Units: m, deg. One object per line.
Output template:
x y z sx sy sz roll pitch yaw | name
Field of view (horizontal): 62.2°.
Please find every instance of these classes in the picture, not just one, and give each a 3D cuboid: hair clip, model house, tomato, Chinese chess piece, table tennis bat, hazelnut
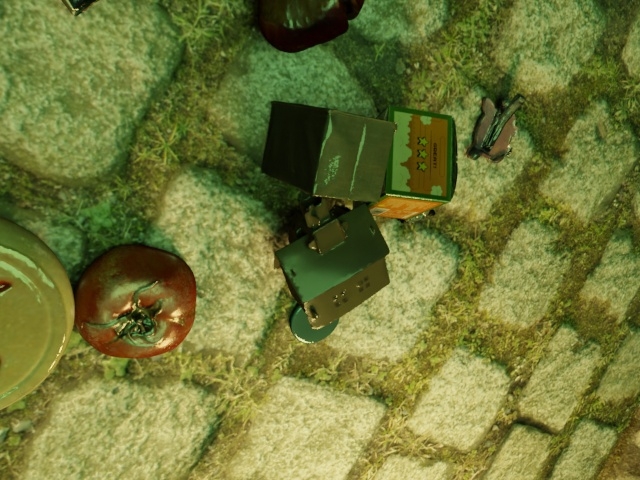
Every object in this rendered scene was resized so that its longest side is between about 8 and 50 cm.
0.450 -0.282 1.338 0.146 0.056 0.187 11 110 -34 | hair clip
0.000 0.000 1.069 0.211 0.204 0.243 -30 130 -15 | model house
-0.334 0.127 0.995 0.237 0.095 0.237 -10 113 -26 | tomato
-0.568 0.116 0.828 0.338 0.140 0.338 -10 111 -26 | Chinese chess piece
0.021 0.170 1.254 0.201 0.033 0.124 -26 120 -17 | table tennis bat
-0.022 -0.429 0.950 0.178 0.178 0.204 34 93 -34 | hazelnut

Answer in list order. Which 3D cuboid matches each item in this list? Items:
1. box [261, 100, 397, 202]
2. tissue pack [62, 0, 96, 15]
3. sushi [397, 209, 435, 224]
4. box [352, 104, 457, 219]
0.009 -0.173 1.006 0.155 0.231 0.149 3 105 -32 | box
-0.334 -0.428 0.802 0.170 0.090 0.103 -38 124 -13 | tissue pack
0.204 -0.089 1.237 0.098 0.084 0.094 -19 109 -26 | sushi
0.165 -0.149 1.080 0.148 0.195 0.177 6 80 -14 | box
